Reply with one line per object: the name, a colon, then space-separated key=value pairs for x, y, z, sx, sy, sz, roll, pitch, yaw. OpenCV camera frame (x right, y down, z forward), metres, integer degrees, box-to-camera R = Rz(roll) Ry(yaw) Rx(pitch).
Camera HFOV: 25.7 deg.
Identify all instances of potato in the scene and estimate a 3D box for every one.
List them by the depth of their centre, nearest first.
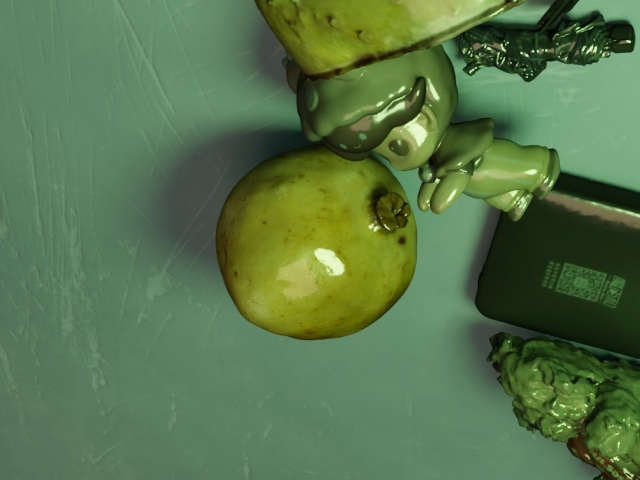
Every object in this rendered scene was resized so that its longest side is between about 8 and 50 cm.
potato: x=0.104 y=-0.391 z=1.494 sx=0.442 sy=0.385 sz=0.319 roll=-29 pitch=102 yaw=7

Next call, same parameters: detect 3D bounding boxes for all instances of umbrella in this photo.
umbrella: x=0.289 y=-0.243 z=1.795 sx=0.224 sy=0.071 sz=0.080 roll=-3 pitch=157 yaw=16

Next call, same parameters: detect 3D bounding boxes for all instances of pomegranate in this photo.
pomegranate: x=-0.006 y=0.009 z=1.992 sx=0.307 sy=0.307 sz=0.307 roll=10 pitch=135 yaw=10

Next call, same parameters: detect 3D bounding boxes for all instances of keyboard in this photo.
keyboard: x=0.324 y=-0.324 z=1.662 sx=0.023 sy=0.072 sz=0.231 roll=46 pitch=151 yaw=4

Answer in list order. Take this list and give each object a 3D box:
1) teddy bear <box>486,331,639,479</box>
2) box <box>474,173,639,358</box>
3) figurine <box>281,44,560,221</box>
teddy bear: x=0.403 y=0.266 z=2.091 sx=0.367 sy=0.224 sz=0.357 roll=24 pitch=180 yaw=-3
box: x=0.383 y=0.037 z=2.026 sx=0.289 sy=0.073 sz=0.290 roll=15 pitch=136 yaw=6
figurine: x=0.129 y=-0.159 z=1.816 sx=0.380 sy=0.203 sz=0.248 roll=32 pitch=175 yaw=-9
